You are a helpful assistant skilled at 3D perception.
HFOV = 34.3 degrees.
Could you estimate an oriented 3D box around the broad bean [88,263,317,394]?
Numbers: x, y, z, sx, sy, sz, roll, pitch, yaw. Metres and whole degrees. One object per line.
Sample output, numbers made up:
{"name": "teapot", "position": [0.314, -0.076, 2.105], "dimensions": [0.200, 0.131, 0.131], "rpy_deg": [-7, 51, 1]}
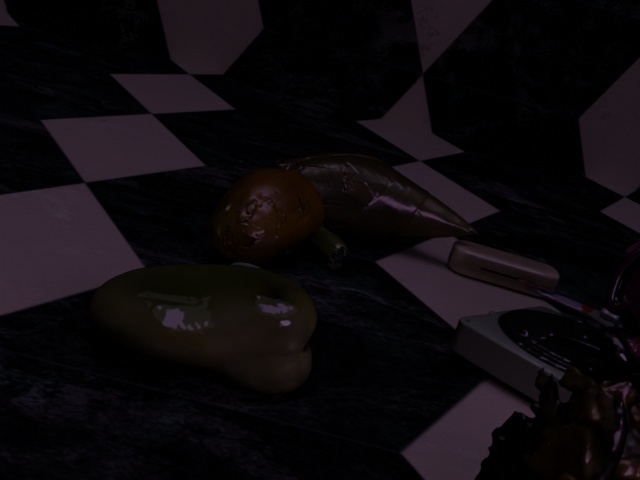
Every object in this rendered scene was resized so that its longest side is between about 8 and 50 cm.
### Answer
{"name": "broad bean", "position": [-0.129, 0.081, 1.174], "dimensions": [0.263, 0.121, 0.189], "rpy_deg": [15, 24, 4]}

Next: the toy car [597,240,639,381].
{"name": "toy car", "position": [0.522, 0.140, 1.301], "dimensions": [0.340, 0.271, 0.240], "rpy_deg": [63, 18, 17]}

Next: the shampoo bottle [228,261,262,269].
{"name": "shampoo bottle", "position": [-0.115, 0.074, 1.352], "dimensions": [0.069, 0.041, 0.190], "rpy_deg": [23, 17, 4]}

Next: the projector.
{"name": "projector", "position": [0.350, 0.167, 1.428], "dimensions": [0.259, 0.079, 0.257], "rpy_deg": [30, 20, 35]}

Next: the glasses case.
{"name": "glasses case", "position": [0.325, 0.050, 1.840], "dimensions": [0.196, 0.050, 0.083], "rpy_deg": [16, 19, 1]}

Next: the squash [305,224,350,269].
{"name": "squash", "position": [0.000, 0.000, 1.689], "dimensions": [0.052, 0.052, 0.183], "rpy_deg": [7, 17, -29]}

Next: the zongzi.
{"name": "zongzi", "position": [0.087, -0.062, 1.803], "dimensions": [0.300, 0.145, 0.274], "rpy_deg": [26, 20, 35]}

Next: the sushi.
{"name": "sushi", "position": [0.279, 0.231, 0.946], "dimensions": [0.204, 0.200, 0.213], "rpy_deg": [17, 20, -25]}

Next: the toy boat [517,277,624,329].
{"name": "toy boat", "position": [0.465, 0.142, 1.609], "dimensions": [0.318, 0.072, 0.219], "rpy_deg": [24, 3, 36]}

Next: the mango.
{"name": "mango", "position": [-0.087, -0.034, 1.591], "dimensions": [0.156, 0.151, 0.249], "rpy_deg": [-17, 11, 29]}
